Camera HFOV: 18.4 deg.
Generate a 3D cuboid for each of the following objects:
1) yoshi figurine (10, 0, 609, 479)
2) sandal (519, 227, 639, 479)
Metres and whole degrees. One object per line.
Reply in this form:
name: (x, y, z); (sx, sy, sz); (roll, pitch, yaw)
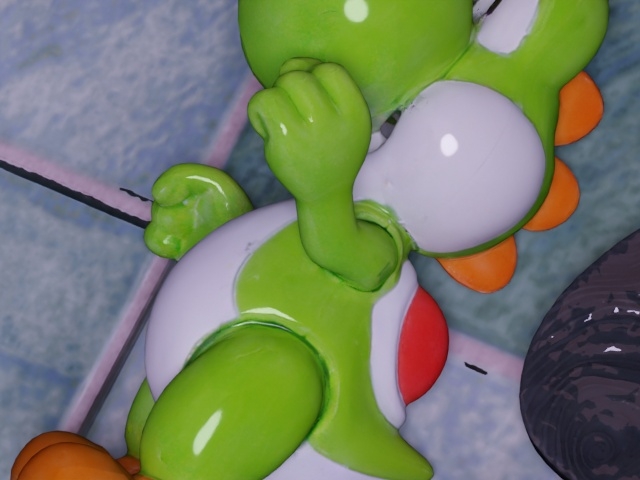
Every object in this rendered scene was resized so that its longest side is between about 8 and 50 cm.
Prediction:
yoshi figurine: (-0.023, -0.017, 0.910); (0.203, 0.203, 0.362); (32, 80, 34)
sandal: (0.296, 0.040, 0.811); (0.446, 0.107, 0.167); (-1, 70, 19)
